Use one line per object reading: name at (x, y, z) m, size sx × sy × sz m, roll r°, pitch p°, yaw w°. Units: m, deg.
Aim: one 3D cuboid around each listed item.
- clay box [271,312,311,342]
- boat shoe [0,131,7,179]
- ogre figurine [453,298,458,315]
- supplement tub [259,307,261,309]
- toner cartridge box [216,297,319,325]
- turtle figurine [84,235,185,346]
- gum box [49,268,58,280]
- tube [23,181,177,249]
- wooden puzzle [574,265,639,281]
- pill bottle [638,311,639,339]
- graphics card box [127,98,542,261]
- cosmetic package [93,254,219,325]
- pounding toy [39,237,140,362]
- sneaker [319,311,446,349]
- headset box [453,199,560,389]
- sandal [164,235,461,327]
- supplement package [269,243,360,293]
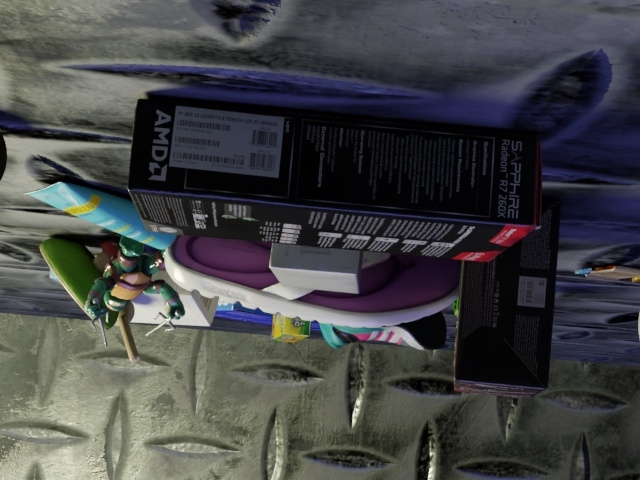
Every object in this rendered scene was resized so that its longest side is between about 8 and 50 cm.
clay box at (-0.048, 0.111, 2.067) m, size 0.053 × 0.128 × 0.222 m, roll 5°, pitch 170°, yaw -7°
boat shoe at (-0.358, -0.099, 1.159) m, size 0.049 × 0.056 × 0.152 m, roll 8°, pitch 162°, yaw 9°
ogre figurine at (0.299, 0.119, 2.039) m, size 0.118 × 0.097 × 0.197 m, roll 11°, pitch 167°, yaw -4°
supplement tub at (-0.064, 0.108, 2.240) m, size 0.107 × 0.071 × 0.071 m, roll 11°, pitch 169°, yaw -34°
toner cartridge box at (-0.104, 0.129, 2.382) m, size 0.165 × 0.075 × 0.347 m, roll -5°, pitch 167°, yaw 43°
turtle figurine at (-0.293, 0.069, 1.816) m, size 0.175 × 0.118 × 0.234 m, roll -9°, pitch 148°, yaw -37°
gum box at (-0.422, 0.072, 2.290) m, size 0.184 × 0.041 × 0.157 m, roll 3°, pitch 170°, yaw 2°
tube at (-0.278, -0.040, 1.514) m, size 0.080 × 0.052 × 0.207 m, roll -17°, pitch 153°, yaw 38°
wooden puzzle at (0.455, 0.049, 1.785) m, size 0.116 × 0.014 × 0.078 m, roll 10°, pitch 165°, yaw -33°
pill bottle at (0.640, 0.137, 1.762) m, size 0.283 × 0.161 × 0.161 m, roll 9°, pitch 170°, yaw -26°
graphics card box at (0.008, -0.050, 1.130) m, size 0.370 × 0.094 × 0.233 m, roll 4°, pitch 171°, yaw -2°
cosmetic package at (-0.312, 0.091, 2.122) m, size 0.231 × 0.086 × 0.117 m, roll 4°, pitch 147°, yaw 17°
pounding toy at (-0.357, 0.065, 1.960) m, size 0.237 × 0.110 × 0.183 m, roll 54°, pitch 176°, yaw -32°
sneaker at (0.102, 0.162, 2.307) m, size 0.178 × 0.124 × 0.295 m, roll -11°, pitch 155°, yaw 43°
headset box at (0.226, 0.080, 1.441) m, size 0.110 × 0.218 × 0.293 m, roll 5°, pitch 172°, yaw 7°
sandal at (-0.006, 0.027, 1.568) m, size 0.416 × 0.169 × 0.102 m, roll 3°, pitch 131°, yaw 0°
supplement package at (0.000, 0.000, 1.414) m, size 0.105 × 0.105 × 0.179 m, roll 4°, pitch 170°, yaw 4°
